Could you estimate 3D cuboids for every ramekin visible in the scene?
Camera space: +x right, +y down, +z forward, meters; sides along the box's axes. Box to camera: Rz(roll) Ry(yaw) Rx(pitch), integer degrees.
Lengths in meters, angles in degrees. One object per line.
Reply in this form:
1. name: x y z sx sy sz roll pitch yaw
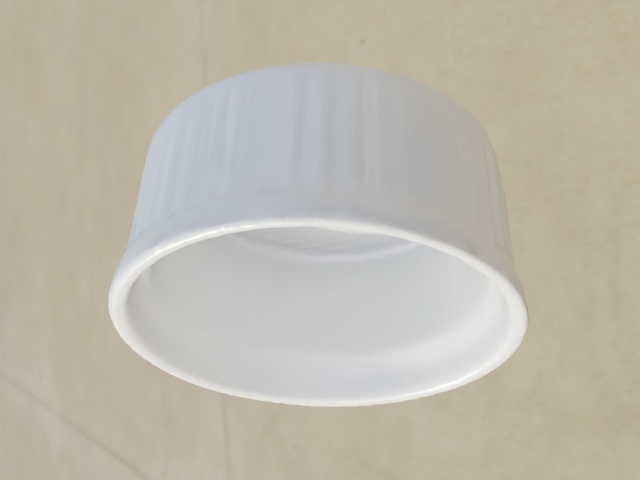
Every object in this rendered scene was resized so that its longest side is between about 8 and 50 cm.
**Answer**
1. ramekin: 0.000 0.000 0.934 0.277 0.277 0.135 127 150 -55
